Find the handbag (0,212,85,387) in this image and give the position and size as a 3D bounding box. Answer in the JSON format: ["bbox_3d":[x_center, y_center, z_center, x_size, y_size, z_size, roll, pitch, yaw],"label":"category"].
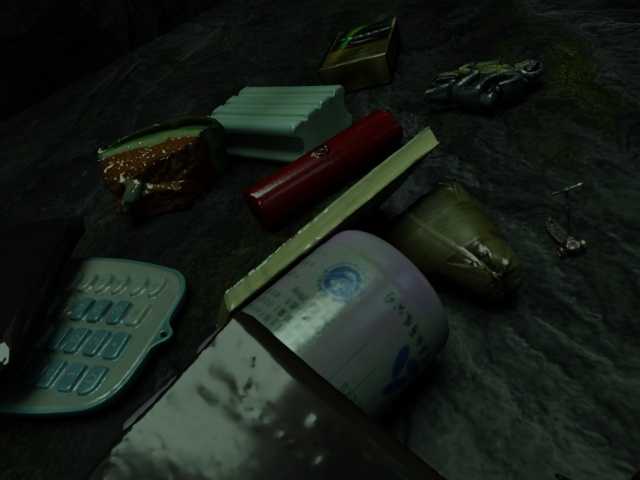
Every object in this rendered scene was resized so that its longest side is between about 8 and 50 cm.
[{"bbox_3d":[-0.445,0.079,0.640,0.192,0.074,0.332,-16,37,4],"label":"handbag"}]

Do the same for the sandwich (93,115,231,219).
[{"bbox_3d":[-0.303,-0.139,0.909,0.293,0.109,0.212,-21,45,9],"label":"sandwich"}]

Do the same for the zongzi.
[{"bbox_3d":[0.113,0.025,0.522,0.176,0.078,0.160,-28,36,9],"label":"zongzi"}]

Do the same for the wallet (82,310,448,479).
[{"bbox_3d":[0.014,0.192,0.266,0.310,0.042,0.165,35,73,15],"label":"wallet"}]

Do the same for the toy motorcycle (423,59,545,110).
[{"bbox_3d":[0.275,-0.263,0.801,0.194,0.061,0.124,1,45,26],"label":"toy motorcycle"}]

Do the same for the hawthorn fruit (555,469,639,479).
[{"bbox_3d":[0.224,0.164,0.207,0.181,0.181,0.235,-42,41,-24],"label":"hawthorn fruit"}]

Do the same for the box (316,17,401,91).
[{"bbox_3d":[0.097,-0.430,1.088,0.160,0.071,0.240,-8,39,22],"label":"box"}]

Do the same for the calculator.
[{"bbox_3d":[-0.361,0.123,0.653,0.387,0.054,0.256,-2,41,23],"label":"calculator"}]

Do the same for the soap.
[{"bbox_3d":[-0.090,-0.230,0.921,0.266,0.087,0.159,14,49,37],"label":"soap"}]

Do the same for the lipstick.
[{"bbox_3d":[0.010,-0.120,0.750,0.280,0.073,0.073,-36,39,-18],"label":"lipstick"}]

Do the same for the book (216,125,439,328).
[{"bbox_3d":[0.000,0.000,0.540,0.289,0.201,0.026,-40,84,-22],"label":"book"}]

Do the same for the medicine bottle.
[{"bbox_3d":[-0.022,0.117,0.406,0.255,0.151,0.152,-38,40,-22],"label":"medicine bottle"}]

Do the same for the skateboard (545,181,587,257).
[{"bbox_3d":[0.258,-0.031,0.503,0.032,0.083,0.063,-17,36,8],"label":"skateboard"}]
